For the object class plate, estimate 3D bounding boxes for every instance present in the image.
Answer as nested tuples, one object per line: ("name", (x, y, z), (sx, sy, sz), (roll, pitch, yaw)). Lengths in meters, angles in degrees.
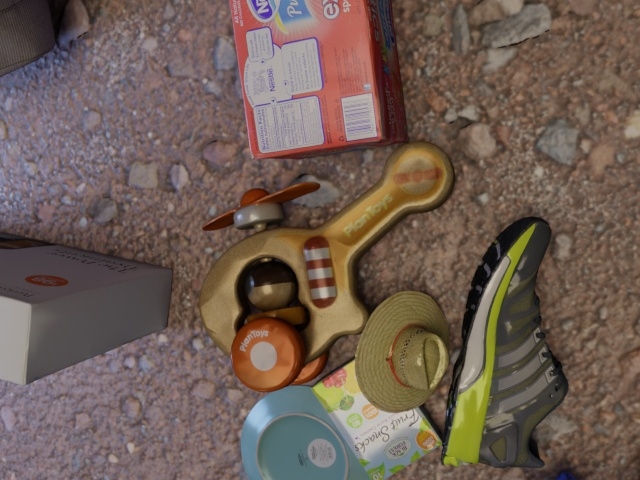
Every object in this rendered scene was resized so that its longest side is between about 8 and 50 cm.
("plate", (-0.022, 0.282, 0.918), (0.188, 0.024, 0.188), (2, 97, 19))

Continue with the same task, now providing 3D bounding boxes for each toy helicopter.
("toy helicopter", (0.000, 0.000, 0.842), (0.355, 0.140, 0.235), (-40, 75, 8))

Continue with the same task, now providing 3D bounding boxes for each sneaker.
("sneaker", (0.219, 0.120, 0.789), (0.121, 0.111, 0.300), (11, 106, 6))

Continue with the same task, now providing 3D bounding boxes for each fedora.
("fedora", (-0.439, -0.277, 0.904), (0.275, 0.244, 0.124), (-7, 124, 16))

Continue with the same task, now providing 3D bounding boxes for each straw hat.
("straw hat", (0.111, 0.132, 0.796), (0.061, 0.144, 0.145), (10, 103, 60))

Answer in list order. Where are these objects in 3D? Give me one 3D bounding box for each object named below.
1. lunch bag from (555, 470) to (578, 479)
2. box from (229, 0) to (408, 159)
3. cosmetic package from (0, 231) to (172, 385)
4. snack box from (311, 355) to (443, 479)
("lunch bag", (0.293, 0.511, 0.743), (0.385, 0.239, 0.328), (43, 107, -8))
("box", (-0.005, -0.246, 0.783), (0.154, 0.142, 0.300), (-7, 94, 19))
("cosmetic package", (-0.423, 0.060, 0.884), (0.377, 0.284, 0.098), (10, 100, 16))
("snack box", (0.069, 0.210, 0.866), (0.100, 0.037, 0.141), (-35, 86, 11))
